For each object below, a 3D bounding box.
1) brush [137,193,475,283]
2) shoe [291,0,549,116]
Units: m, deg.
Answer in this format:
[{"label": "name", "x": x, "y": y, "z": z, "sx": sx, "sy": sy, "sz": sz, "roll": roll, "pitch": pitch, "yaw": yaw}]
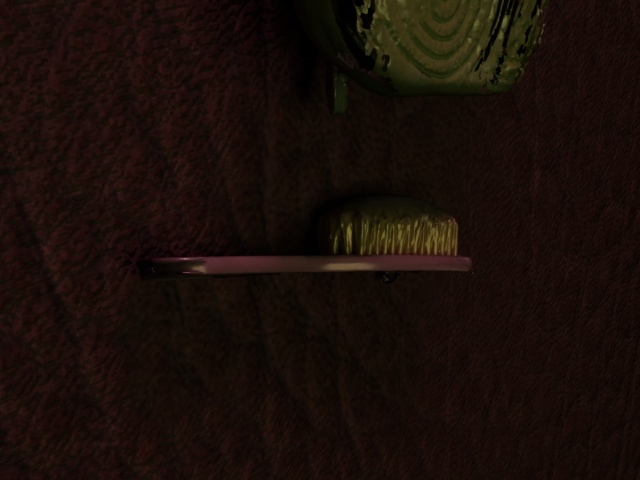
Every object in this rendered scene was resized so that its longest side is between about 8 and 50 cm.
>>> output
[{"label": "brush", "x": -0.001, "y": -0.001, "z": 0.687, "sx": 0.313, "sy": 0.072, "sz": 0.067, "roll": -1, "pitch": 83, "yaw": -46}, {"label": "shoe", "x": 0.058, "y": -0.149, "z": 0.628, "sx": 0.262, "sy": 0.128, "sz": 0.140, "roll": -3, "pitch": 97, "yaw": -52}]
